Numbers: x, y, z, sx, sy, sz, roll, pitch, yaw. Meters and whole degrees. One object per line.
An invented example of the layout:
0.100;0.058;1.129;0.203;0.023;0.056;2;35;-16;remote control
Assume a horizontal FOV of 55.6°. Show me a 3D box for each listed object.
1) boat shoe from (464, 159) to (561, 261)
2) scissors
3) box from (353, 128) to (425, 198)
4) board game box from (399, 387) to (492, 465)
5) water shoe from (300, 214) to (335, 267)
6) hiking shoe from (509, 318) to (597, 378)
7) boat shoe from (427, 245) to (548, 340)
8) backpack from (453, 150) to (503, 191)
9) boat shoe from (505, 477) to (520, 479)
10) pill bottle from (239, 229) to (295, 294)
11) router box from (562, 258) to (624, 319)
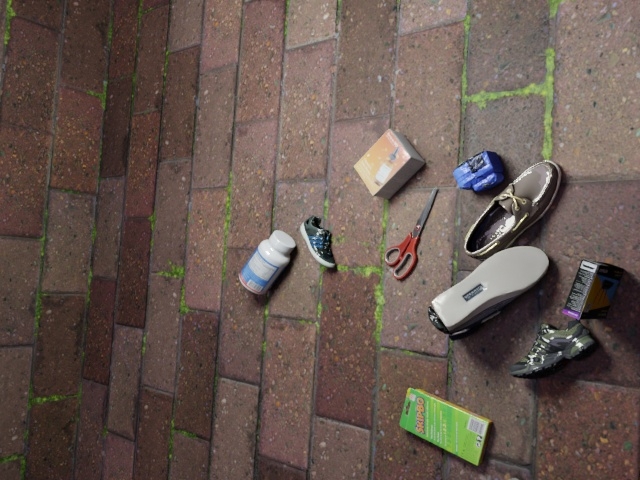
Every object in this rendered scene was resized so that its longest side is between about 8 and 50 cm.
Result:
0.503;-0.078;1.606;0.324;0.097;0.116;-54;55;23;boat shoe
0.294;-0.016;1.830;0.297;0.021;0.109;-55;53;20;scissors
0.211;-0.234;1.873;0.170;0.091;0.130;-46;58;27;box
0.348;0.518;1.714;0.260;0.039;0.124;16;95;37;board game box
0.000;0.000;2.039;0.080;0.073;0.203;-47;59;24;water shoe
0.574;0.271;1.533;0.227;0.086;0.114;-33;52;27;hiking shoe
0.450;0.145;1.627;0.341;0.158;0.127;-29;59;4;boat shoe
0.433;-0.183;1.677;0.120;0.098;0.101;-28;72;34;backpack
0.479;0.729;1.457;0.123;0.116;0.324;-31;21;28;boat shoe
-0.184;0.075;2.152;0.221;0.124;0.124;-53;56;22;pill bottle
0.639;0.116;1.418;0.046;0.179;0.133;25;102;42;router box
